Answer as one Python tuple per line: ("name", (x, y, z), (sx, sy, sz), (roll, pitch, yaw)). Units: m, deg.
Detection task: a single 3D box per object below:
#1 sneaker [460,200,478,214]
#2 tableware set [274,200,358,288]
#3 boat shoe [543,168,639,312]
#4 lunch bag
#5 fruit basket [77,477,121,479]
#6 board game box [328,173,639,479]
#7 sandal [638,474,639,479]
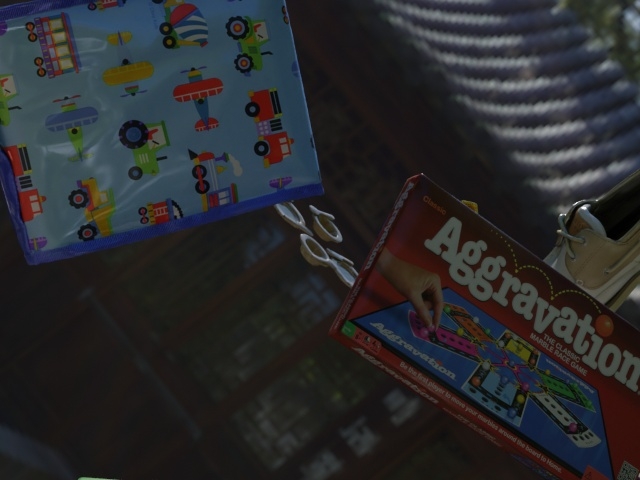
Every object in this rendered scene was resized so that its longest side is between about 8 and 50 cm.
("sneaker", (0.221, 0.006, 2.465), (0.067, 0.064, 0.175), (114, -18, -44))
("tableware set", (0.000, 0.000, 2.098), (0.141, 0.020, 0.169), (25, 29, -49))
("boat shoe", (0.298, 0.005, 1.679), (0.103, 0.302, 0.113), (49, 7, -32))
("lunch bag", (-0.169, -0.114, 1.380), (0.138, 0.293, 0.221), (3, -74, 60))
("fruit basket", (-0.151, 0.408, 1.807), (0.353, 0.165, 0.327), (25, 5, -4))
("board game box", (0.152, 0.085, 1.222), (0.281, 0.145, 0.027), (34, -22, -17))
("sandal", (0.355, 0.288, 1.574), (0.416, 0.102, 0.169), (-10, 93, -57))
